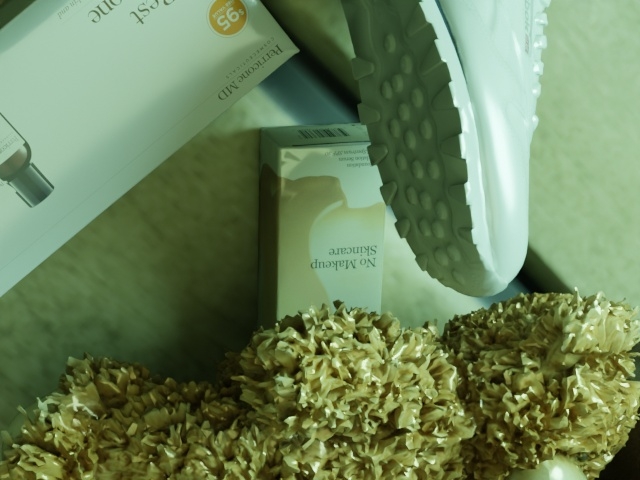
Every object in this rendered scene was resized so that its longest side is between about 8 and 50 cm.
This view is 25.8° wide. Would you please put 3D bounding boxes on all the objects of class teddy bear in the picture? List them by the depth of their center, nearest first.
[{"bbox_3d":[0.003,0.116,0.692,0.338,0.113,0.245,2,130,-21],"label":"teddy bear"}]

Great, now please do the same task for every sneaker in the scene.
[{"bbox_3d":[0.068,-0.092,0.642,0.095,0.090,0.235,-7,82,-27],"label":"sneaker"}]

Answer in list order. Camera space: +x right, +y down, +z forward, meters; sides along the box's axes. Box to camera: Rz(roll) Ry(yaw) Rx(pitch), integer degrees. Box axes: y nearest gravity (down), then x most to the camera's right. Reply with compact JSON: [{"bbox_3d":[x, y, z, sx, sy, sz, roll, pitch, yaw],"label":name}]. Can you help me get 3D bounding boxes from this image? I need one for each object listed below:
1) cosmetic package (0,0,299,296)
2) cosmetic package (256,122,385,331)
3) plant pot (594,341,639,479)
[{"bbox_3d":[-0.134,-0.053,0.651,0.239,0.060,0.099,-40,116,1],"label":"cosmetic package"},{"bbox_3d":[0.000,0.000,0.719,0.060,0.041,0.115,-5,111,-15],"label":"cosmetic package"},{"bbox_3d":[0.227,0.138,0.766,0.167,0.165,0.167,-5,110,-14],"label":"plant pot"}]
